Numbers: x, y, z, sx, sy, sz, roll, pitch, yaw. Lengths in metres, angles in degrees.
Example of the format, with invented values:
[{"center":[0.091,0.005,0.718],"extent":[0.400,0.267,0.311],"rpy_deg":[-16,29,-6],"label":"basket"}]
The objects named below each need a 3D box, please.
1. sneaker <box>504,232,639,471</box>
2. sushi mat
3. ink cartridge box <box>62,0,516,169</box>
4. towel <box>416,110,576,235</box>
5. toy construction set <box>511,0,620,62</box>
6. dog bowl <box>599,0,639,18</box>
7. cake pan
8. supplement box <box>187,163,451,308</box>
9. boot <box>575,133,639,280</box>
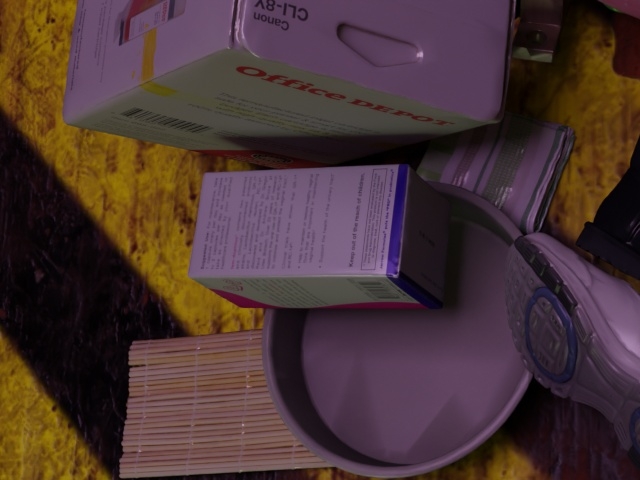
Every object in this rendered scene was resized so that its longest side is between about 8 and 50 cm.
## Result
[{"center":[0.276,0.099,1.483],"extent":[0.297,0.129,0.111],"rpy_deg":[49,143,27],"label":"sneaker"},{"center":[-0.079,0.165,1.752],"extent":[0.316,0.019,0.151],"rpy_deg":[-8,73,31],"label":"sushi mat"},{"center":[-0.036,-0.183,1.576],"extent":[0.385,0.279,0.160],"rpy_deg":[-9,71,60],"label":"ink cartridge box"},{"center":[0.166,-0.076,1.661],"extent":[0.152,0.023,0.113],"rpy_deg":[20,87,35],"label":"towel"},{"center":[0.273,-0.234,1.539],"extent":[0.257,0.237,0.309],"rpy_deg":[-3,42,-11],"label":"toy construction set"},{"center":[0.330,-0.313,1.339],"extent":[0.408,0.150,0.408],"rpy_deg":[2,42,-2],"label":"dog bowl"},{"center":[0.084,0.088,1.628],"extent":[0.293,0.054,0.293],"rpy_deg":[-9,68,23],"label":"cake pan"},{"center":[0.000,0.000,1.605],"extent":[0.220,0.111,0.114],"rpy_deg":[-2,71,26],"label":"supplement box"},{"center":[0.360,-0.037,1.480],"extent":[0.246,0.094,0.207],"rpy_deg":[33,99,41],"label":"boot"}]
